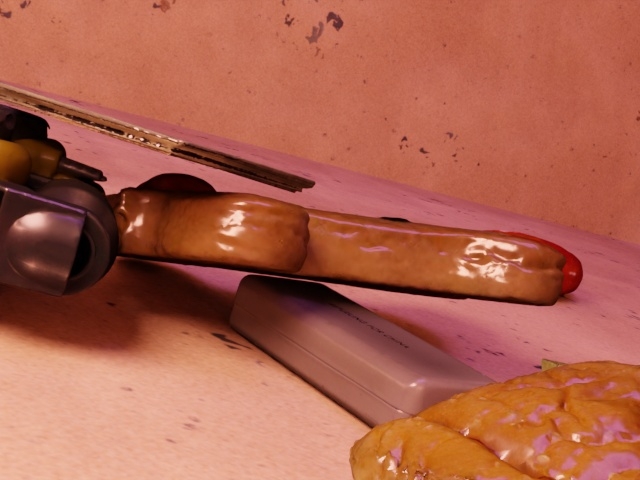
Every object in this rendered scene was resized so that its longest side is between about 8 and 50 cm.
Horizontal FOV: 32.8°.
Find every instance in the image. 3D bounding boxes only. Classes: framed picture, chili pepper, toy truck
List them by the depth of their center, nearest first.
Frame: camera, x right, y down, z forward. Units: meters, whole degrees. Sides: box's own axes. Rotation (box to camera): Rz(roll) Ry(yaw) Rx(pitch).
[{"bbox_3d":[-0.220,-0.019,0.799,0.165,0.147,0.224,18,5,-3],"label":"toy truck"},{"bbox_3d":[-0.141,-0.083,0.866,0.217,0.017,0.274,18,2,20],"label":"framed picture"},{"bbox_3d":[0.306,0.044,1.639,0.369,0.091,0.137,18,-13,-42],"label":"chili pepper"}]

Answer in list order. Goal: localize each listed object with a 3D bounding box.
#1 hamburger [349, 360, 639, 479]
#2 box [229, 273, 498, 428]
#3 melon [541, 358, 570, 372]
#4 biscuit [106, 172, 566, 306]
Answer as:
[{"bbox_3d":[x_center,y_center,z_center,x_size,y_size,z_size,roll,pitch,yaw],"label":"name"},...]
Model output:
[{"bbox_3d":[0.127,0.130,0.558,0.206,0.129,0.183,7,10,-38],"label":"hamburger"},{"bbox_3d":[0.029,0.090,0.856,0.103,0.055,0.244,10,11,-38],"label":"box"},{"bbox_3d":[0.219,0.141,0.882,0.118,0.064,0.209,13,5,9],"label":"melon"},{"bbox_3d":[0.000,0.000,0.970,0.394,0.076,0.368,8,-4,-17],"label":"biscuit"}]
